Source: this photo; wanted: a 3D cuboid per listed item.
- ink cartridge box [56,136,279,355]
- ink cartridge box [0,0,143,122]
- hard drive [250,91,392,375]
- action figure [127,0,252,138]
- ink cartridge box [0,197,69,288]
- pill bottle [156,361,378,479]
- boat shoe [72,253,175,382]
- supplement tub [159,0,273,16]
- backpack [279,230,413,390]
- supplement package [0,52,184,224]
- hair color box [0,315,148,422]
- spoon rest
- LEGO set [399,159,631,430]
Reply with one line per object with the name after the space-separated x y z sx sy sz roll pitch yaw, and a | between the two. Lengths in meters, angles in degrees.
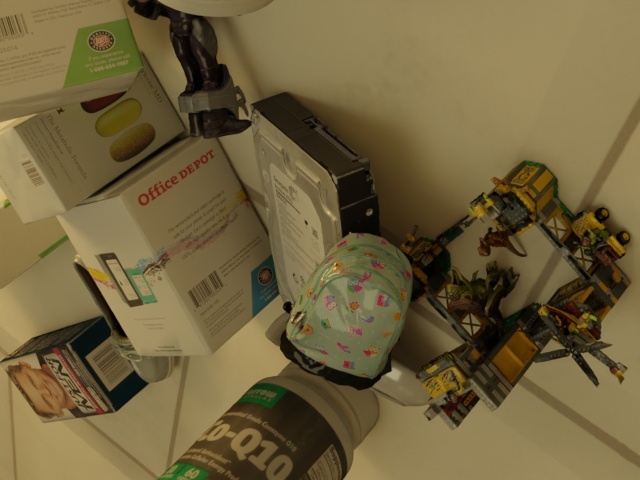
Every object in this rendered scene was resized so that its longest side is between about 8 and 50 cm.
-0.220 0.008 1.514 0.197 0.198 0.270 -7 115 47 | ink cartridge box
-0.386 -0.352 1.304 0.119 0.207 0.353 -19 88 70 | ink cartridge box
0.000 0.000 1.337 0.237 0.064 0.339 44 149 47 | hard drive
-0.170 -0.277 1.312 0.185 0.099 0.285 10 121 47 | action figure
-0.606 0.009 1.868 0.289 0.211 0.121 -17 111 50 | ink cartridge box
-0.079 0.338 1.527 0.204 0.361 0.204 25 136 26 | pill bottle
-0.357 0.136 1.825 0.118 0.103 0.320 13 130 36 | boat shoe
-0.111 -0.400 1.072 0.191 0.191 0.272 31 138 20 | supplement tub
0.042 0.083 1.186 0.152 0.115 0.182 20 123 -7 | backpack
-0.344 -0.150 1.458 0.134 0.244 0.139 -10 116 48 | supplement package
-0.519 0.276 2.095 0.347 0.105 0.174 -18 108 50 | hair color box
0.055 0.164 1.475 0.276 0.084 0.137 22 167 23 | spoon rest
0.191 0.080 1.192 0.255 0.192 0.331 53 141 -6 | LEGO set
